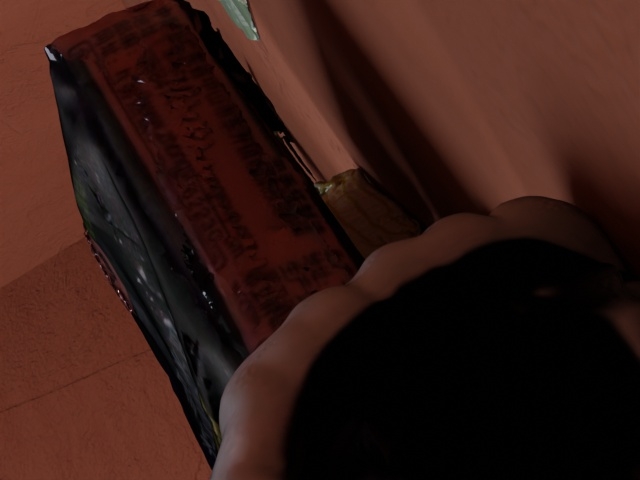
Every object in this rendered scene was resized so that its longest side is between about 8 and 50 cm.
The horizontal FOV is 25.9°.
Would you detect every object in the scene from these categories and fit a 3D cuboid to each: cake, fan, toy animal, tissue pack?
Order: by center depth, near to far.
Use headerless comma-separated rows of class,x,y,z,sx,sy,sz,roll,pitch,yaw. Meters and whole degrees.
toy animal,0.067,0.108,0.386,0.208,0.156,0.204,60,175,46
tissue pack,-0.019,0.069,0.671,0.332,0.123,0.245,58,170,24
cake,0.022,0.011,0.781,0.185,0.079,0.116,61,-179,35
fan,-0.083,-0.198,0.973,0.131,0.009,0.240,57,177,-21

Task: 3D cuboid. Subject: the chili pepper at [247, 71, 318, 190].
chili pepper,0.000,0.000,1.069,0.085,0.076,0.359,25,-158,-46
